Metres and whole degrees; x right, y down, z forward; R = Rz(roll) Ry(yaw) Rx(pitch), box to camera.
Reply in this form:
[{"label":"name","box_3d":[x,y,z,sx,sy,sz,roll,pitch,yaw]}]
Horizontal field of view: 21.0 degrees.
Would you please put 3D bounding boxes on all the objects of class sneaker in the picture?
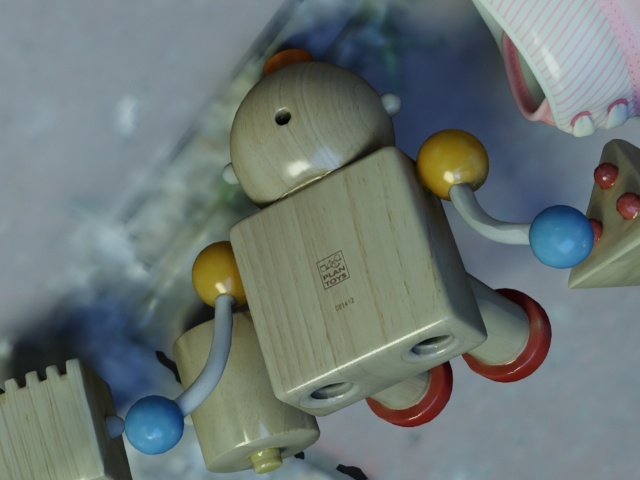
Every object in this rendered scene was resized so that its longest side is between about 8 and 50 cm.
[{"label":"sneaker","box_3d":[0.083,-0.043,0.389,0.134,0.051,0.070,36,100,-28]}]

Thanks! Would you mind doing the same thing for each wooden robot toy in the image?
[{"label":"wooden robot toy","box_3d":[0.000,0.000,0.378,0.173,0.079,0.076,-25,159,17]}]
